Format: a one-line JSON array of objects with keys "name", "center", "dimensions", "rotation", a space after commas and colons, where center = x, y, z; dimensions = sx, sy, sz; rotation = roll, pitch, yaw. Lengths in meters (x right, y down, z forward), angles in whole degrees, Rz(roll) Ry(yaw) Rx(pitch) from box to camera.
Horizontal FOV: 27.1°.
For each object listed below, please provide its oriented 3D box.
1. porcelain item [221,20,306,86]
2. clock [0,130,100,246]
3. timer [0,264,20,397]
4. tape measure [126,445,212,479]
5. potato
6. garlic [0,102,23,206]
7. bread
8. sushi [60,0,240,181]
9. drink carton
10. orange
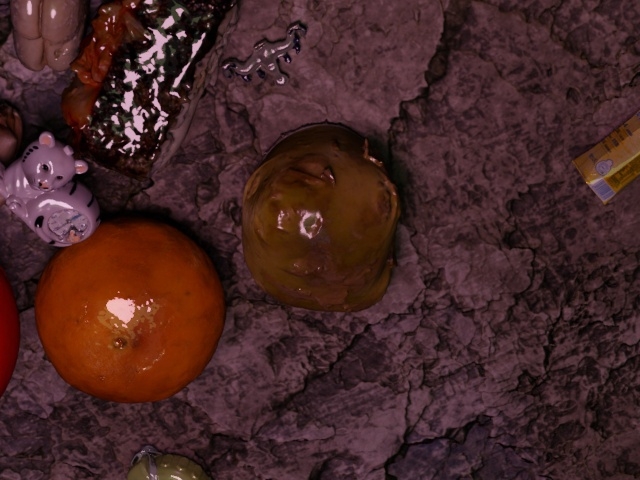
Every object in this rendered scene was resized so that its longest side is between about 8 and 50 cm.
[{"name": "porcelain item", "center": [-0.069, -0.253, 1.914], "dimensions": [0.136, 0.021, 0.075], "rotation": [-27, 114, 10]}, {"name": "clock", "center": [-0.363, -0.070, 1.844], "dimensions": [0.117, 0.080, 0.176], "rotation": [-28, 128, 18]}, {"name": "timer", "center": [-0.621, 0.139, 1.908], "dimensions": [0.378, 0.279, 0.377], "rotation": [-13, 120, -23]}, {"name": "tape measure", "center": [-0.251, 0.426, 2.198], "dimensions": [0.154, 0.087, 0.177], "rotation": [6, 114, 8]}, {"name": "potato", "center": [0.000, 0.000, 1.948], "dimensions": [0.247, 0.196, 0.299], "rotation": [-7, 118, 3]}, {"name": "garlic", "center": [-0.515, -0.118, 1.885], "dimensions": [0.191, 0.160, 0.214], "rotation": [-15, 113, 10]}, {"name": "bread", "center": [-0.353, -0.373, 1.759], "dimensions": [0.102, 0.183, 0.337], "rotation": [6, 118, -9]}, {"name": "sushi", "center": [-0.240, -0.235, 1.840], "dimensions": [0.182, 0.196, 0.343], "rotation": [31, 107, 4]}, {"name": "drink carton", "center": [0.475, -0.145, 1.958], "dimensions": [0.200, 0.084, 0.074], "rotation": [-40, 121, 14]}, {"name": "orange", "center": [-0.282, 0.104, 1.968], "dimensions": [0.284, 0.226, 0.283], "rotation": [-2, 112, -5]}]
